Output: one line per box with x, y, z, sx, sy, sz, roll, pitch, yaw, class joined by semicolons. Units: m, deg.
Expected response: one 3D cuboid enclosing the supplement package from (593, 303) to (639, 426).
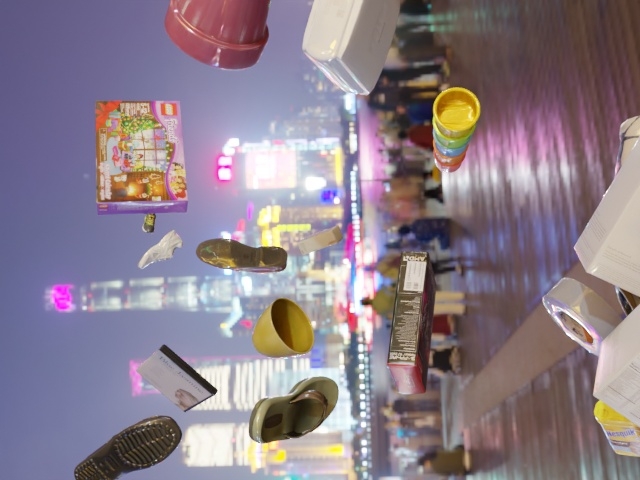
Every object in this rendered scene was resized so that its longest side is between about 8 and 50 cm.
0.681;0.238;1.598;0.203;0.149;0.194;-59;-4;36;supplement package

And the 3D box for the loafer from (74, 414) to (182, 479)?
-0.330;0.356;1.373;0.080;0.220;0.078;59;-164;-8;loafer

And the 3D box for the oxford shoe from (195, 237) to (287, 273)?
-0.180;0.047;1.817;0.076;0.212;0.076;91;-171;-64;oxford shoe

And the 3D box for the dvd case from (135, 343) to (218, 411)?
-0.376;0.362;2.050;0.022;0.180;0.253;-52;7;-33;dvd case

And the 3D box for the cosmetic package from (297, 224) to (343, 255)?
0.000;0.000;2.220;0.041;0.115;0.060;67;-154;-8;cosmetic package

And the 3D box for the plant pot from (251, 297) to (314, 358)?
-0.093;0.206;1.731;0.134;0.095;0.134;36;-145;-31;plant pot

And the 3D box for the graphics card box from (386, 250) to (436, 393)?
0.277;0.244;2.361;0.233;0.094;0.370;65;-150;-56;graphics card box

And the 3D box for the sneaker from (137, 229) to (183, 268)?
-0.469;0.037;2.324;0.061;0.152;0.054;50;165;-5;sneaker

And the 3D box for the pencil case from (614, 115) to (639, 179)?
0.818;-0.120;1.952;0.160;0.184;0.410;68;-149;-75;pencil case

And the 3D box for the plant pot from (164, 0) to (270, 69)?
-0.177;-0.457;1.502;0.201;0.201;0.180;-90;22;-45;plant pot

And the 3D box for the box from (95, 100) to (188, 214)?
-0.420;-0.198;1.846;0.057;0.201;0.293;111;153;-57;box

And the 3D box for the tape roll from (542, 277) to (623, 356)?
0.668;0.196;1.998;0.219;0.072;0.219;47;174;7;tape roll

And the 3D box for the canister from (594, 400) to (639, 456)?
0.827;0.507;2.136;0.170;0.126;0.073;56;-132;-31;canister

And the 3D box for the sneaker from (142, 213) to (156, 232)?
-0.444;-0.051;2.056;0.083;0.031;0.035;-106;32;-52;sneaker

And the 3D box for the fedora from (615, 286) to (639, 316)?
0.812;0.174;1.978;0.194;0.079;0.194;62;-172;-16;fedora

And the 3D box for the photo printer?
0.078;-0.459;1.696;0.307;0.107;0.256;21;-93;-72;photo printer

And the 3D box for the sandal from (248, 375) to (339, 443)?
-0.040;0.372;1.689;0.303;0.086;0.120;-9;-79;-59;sandal

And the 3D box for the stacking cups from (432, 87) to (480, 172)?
0.290;-0.232;1.731;0.316;0.096;0.096;58;-150;-77;stacking cups

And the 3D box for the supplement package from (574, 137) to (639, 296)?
0.711;-0.045;1.714;0.177;0.175;0.293;-65;0;-70;supplement package
